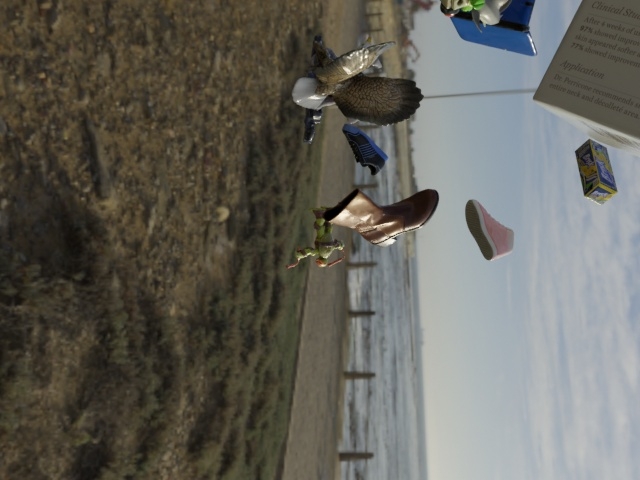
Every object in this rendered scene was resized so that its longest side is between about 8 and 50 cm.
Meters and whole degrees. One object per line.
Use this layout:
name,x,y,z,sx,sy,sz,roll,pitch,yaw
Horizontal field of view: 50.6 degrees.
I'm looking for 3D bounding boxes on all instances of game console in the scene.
game console,0.570,-0.746,2.181,0.173,0.293,0.250,-18,126,-49

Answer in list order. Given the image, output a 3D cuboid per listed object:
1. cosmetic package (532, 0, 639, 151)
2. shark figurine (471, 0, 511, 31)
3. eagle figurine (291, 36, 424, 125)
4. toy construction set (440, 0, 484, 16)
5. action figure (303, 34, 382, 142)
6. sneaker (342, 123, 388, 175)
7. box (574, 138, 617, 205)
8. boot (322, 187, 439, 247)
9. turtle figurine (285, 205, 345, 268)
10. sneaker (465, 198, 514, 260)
cosmetic package,0.669,-0.338,1.211,0.327,0.329,0.394,12,109,-45
shark figurine,0.485,-0.656,1.881,0.278,0.116,0.166,2,65,-55
eagle figurine,0.084,-0.416,1.706,0.298,0.226,0.225,39,-52,47
toy construction set,0.364,-0.659,1.644,0.328,0.215,0.151,-119,-169,-49
action figure,0.055,-0.463,2.159,0.330,0.178,0.341,39,-54,52
sneaker,0.156,-0.339,2.543,0.090,0.232,0.081,-56,-155,-9
box,0.671,-0.169,1.650,0.054,0.059,0.169,-52,-159,44
boot,0.182,-0.104,1.983,0.280,0.264,0.096,27,42,-45
turtle figurine,0.000,0.000,2.250,0.269,0.087,0.217,-8,106,-40
sneaker,0.345,-0.025,1.369,0.051,0.070,0.134,120,-45,-59
